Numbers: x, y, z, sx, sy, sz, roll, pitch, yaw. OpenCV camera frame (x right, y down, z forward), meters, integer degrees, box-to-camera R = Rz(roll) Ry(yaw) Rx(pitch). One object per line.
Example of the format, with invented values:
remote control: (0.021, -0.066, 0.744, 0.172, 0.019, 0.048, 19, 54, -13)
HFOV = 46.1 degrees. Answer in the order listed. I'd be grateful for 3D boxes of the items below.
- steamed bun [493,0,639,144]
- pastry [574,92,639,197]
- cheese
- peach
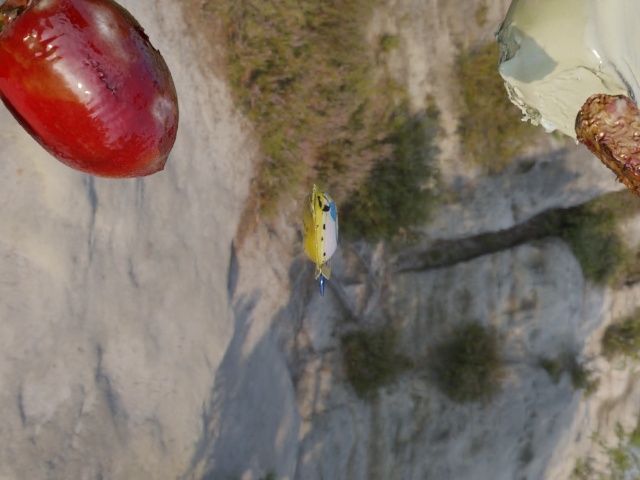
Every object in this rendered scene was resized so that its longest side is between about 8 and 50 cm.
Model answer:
steamed bun: (0.456, -0.347, 1.333, 0.334, 0.233, 0.312, 51, 51, -36)
pastry: (0.345, -0.087, 0.809, 0.087, 0.169, 0.063, -34, 163, -15)
cheese: (0.000, 0.000, 1.363, 0.250, 0.064, 0.156, 86, 6, -50)
peach: (-0.258, -0.163, 0.876, 0.154, 0.159, 0.267, -72, 144, -47)
